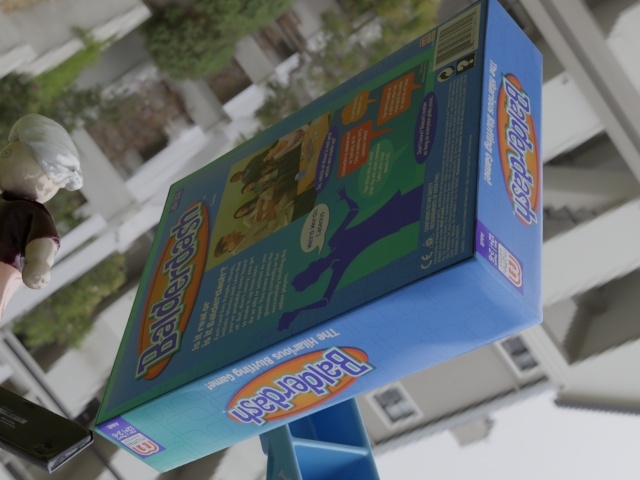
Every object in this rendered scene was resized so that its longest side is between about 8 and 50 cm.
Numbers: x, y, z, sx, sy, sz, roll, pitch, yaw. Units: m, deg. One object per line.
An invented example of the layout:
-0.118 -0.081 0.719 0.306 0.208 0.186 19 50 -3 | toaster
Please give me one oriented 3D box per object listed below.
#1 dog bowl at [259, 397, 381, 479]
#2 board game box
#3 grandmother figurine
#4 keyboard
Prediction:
-0.008 0.260 1.358 0.074 0.166 0.297 -42 -132 32 | dog bowl
0.000 0.000 0.512 0.210 0.047 0.160 -26 -143 34 | board game box
-0.328 0.026 1.135 0.208 0.104 0.342 -1 -119 38 | grandmother figurine
-0.344 0.201 1.222 0.180 0.023 0.108 19 -156 25 | keyboard
